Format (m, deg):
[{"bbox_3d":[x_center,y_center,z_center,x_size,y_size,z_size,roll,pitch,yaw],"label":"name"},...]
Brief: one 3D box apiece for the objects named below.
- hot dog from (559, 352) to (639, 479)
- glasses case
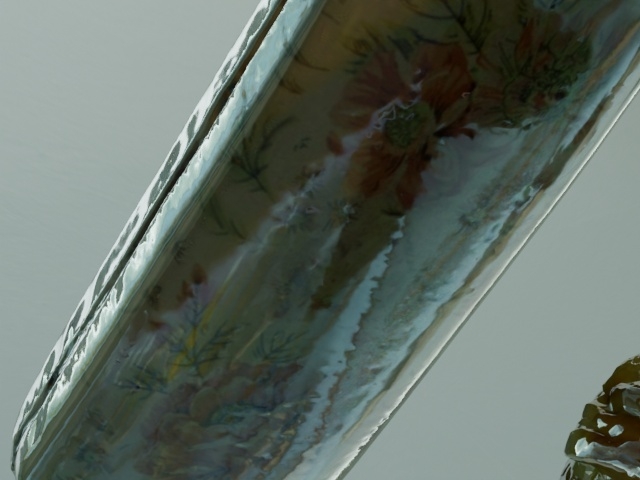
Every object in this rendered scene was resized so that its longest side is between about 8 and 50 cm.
[{"bbox_3d":[0.205,0.132,0.503,0.272,0.196,0.122,46,-71,-4],"label":"hot dog"},{"bbox_3d":[0.000,0.000,0.668,0.156,0.098,0.425,18,-58,-28],"label":"glasses case"}]
